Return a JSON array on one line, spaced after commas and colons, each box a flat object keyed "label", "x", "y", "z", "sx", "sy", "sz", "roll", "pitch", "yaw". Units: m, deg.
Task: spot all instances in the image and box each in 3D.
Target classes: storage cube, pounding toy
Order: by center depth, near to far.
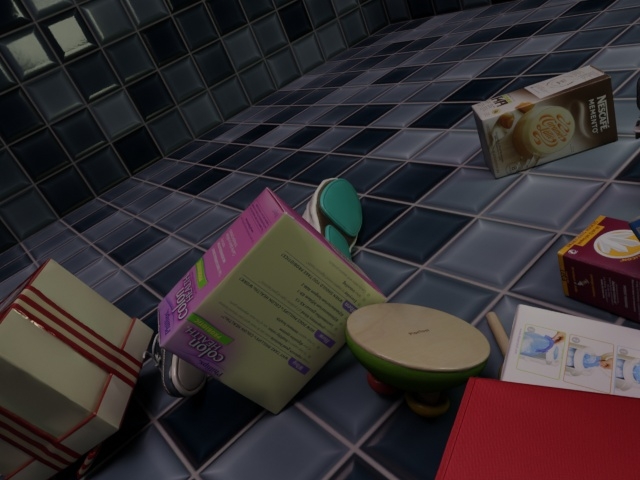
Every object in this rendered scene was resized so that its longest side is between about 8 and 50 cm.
[{"label": "storage cube", "x": 0.201, "y": 0.245, "z": 0.393, "sx": 0.193, "sy": 0.183, "sz": 0.215, "roll": -2, "pitch": 35, "yaw": 33}, {"label": "pounding toy", "x": 0.143, "y": 0.169, "z": 0.682, "sx": 0.237, "sy": 0.110, "sz": 0.183, "roll": 5, "pitch": 16, "yaw": -6}]

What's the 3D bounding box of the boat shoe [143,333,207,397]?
[{"label": "boat shoe", "x": -0.253, "y": 0.194, "z": 0.919, "sx": 0.079, "sy": 0.095, "sz": 0.254, "roll": -22, "pitch": 27, "yaw": 0}]

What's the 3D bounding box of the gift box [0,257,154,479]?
[{"label": "gift box", "x": -0.454, "y": 0.228, "z": 0.859, "sx": 0.276, "sy": 0.258, "sz": 0.255, "roll": -35, "pitch": 25, "yaw": 22}]

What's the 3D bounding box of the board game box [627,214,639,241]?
[{"label": "board game box", "x": 0.503, "y": -0.081, "z": 0.462, "sx": 0.302, "sy": 0.086, "sz": 0.308, "roll": -27, "pitch": -11, "yaw": -2}]

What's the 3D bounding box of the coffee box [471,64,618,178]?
[{"label": "coffee box", "x": 0.457, "y": -0.243, "z": 1.073, "sx": 0.247, "sy": 0.141, "sz": 0.098, "roll": -18, "pitch": 28, "yaw": 12}]

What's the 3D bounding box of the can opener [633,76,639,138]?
[{"label": "can opener", "x": 0.497, "y": -0.211, "z": 0.736, "sx": 0.076, "sy": 0.095, "sz": 0.283, "roll": 0, "pitch": 26, "yaw": 36}]

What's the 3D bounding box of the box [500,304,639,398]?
[{"label": "box", "x": 0.282, "y": 0.155, "z": 0.499, "sx": 0.203, "sy": 0.114, "sz": 0.103, "roll": 11, "pitch": 48, "yaw": 24}]

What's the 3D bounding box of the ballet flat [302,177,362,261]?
[{"label": "ballet flat", "x": 0.000, "y": 0.000, "z": 1.042, "sx": 0.139, "sy": 0.139, "sz": 0.400, "roll": -16, "pitch": 30, "yaw": 15}]

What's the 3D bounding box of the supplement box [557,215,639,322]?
[{"label": "supplement box", "x": 0.423, "y": 0.044, "z": 0.671, "sx": 0.104, "sy": 0.080, "sz": 0.188, "roll": -35, "pitch": 30, "yaw": -19}]

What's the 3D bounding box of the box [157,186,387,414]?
[{"label": "box", "x": -0.071, "y": 0.090, "z": 0.757, "sx": 0.243, "sy": 0.214, "sz": 0.117, "roll": -47, "pitch": 28, "yaw": 4}]
